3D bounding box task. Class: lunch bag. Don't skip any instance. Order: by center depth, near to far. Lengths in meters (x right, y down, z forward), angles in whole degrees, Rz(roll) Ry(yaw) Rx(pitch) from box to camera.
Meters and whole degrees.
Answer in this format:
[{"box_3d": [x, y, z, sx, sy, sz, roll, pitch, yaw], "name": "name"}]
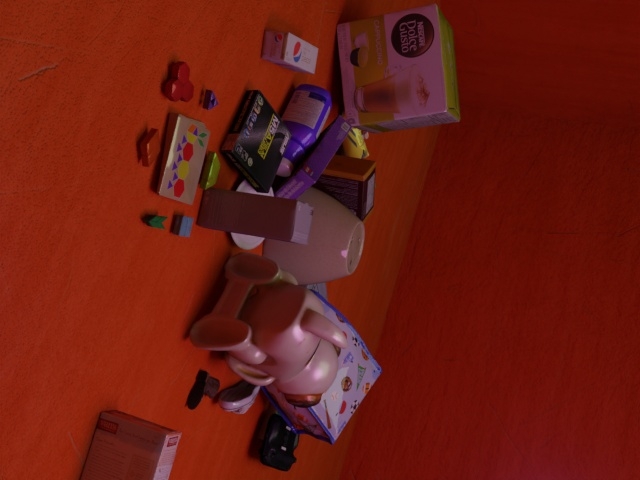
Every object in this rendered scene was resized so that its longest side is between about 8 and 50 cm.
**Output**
[{"box_3d": [-0.034, 0.396, 2.018, 0.328, 0.239, 0.385, -51, 122, -35], "name": "lunch bag"}]

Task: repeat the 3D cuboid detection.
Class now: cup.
[{"box_3d": [0.000, 0.000, 1.929, 0.331, 0.237, 0.330, 13, 90, -72], "name": "cup"}]

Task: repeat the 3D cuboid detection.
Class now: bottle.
[{"box_3d": [-0.062, -0.305, 1.733, 0.092, 0.118, 0.282, 85, 23, -60], "name": "bottle"}]

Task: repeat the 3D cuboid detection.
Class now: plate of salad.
[{"box_3d": [-0.185, -0.075, 1.638, 0.200, 0.048, 0.199, -28, 123, -55], "name": "plate of salad"}]

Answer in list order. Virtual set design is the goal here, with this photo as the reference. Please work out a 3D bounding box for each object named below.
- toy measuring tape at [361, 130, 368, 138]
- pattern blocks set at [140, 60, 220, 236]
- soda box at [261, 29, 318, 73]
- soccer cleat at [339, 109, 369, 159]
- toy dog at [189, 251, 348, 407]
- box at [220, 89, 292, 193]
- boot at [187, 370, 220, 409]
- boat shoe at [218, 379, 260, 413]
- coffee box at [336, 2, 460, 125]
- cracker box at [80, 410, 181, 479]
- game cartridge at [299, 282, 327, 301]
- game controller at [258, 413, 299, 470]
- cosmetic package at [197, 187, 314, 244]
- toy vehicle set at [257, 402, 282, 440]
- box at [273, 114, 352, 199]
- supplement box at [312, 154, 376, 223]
[{"box_3d": [0.175, -0.279, 2.453, 0.121, 0.122, 0.330, 59, 47, -64], "name": "toy measuring tape"}, {"box_3d": [-0.288, -0.173, 1.302, 0.285, 0.026, 0.324, 42, 62, -69], "name": "pattern blocks set"}, {"box_3d": [-0.077, -0.494, 1.645, 0.216, 0.069, 0.073, -15, 116, -69], "name": "soda box"}, {"box_3d": [0.122, -0.351, 2.239, 0.093, 0.121, 0.289, -46, 144, -57], "name": "soccer cleat"}, {"box_3d": [-0.081, 0.259, 1.649, 0.407, 0.396, 0.284, 65, 31, -48], "name": "toy dog"}, {"box_3d": [-0.155, -0.245, 1.559, 0.184, 0.045, 0.190, 49, 54, -49], "name": "box"}, {"box_3d": [-0.301, 0.401, 1.629, 0.114, 0.037, 0.106, 75, 34, -63], "name": "boot"}, {"box_3d": [-0.228, 0.465, 1.800, 0.226, 0.083, 0.075, -5, 105, -72], "name": "boat shoe"}, {"box_3d": [0.277, -0.559, 2.105, 0.338, 0.335, 0.337, -13, 98, -70], "name": "coffee box"}, {"box_3d": [-0.386, 0.471, 1.229, 0.067, 0.156, 0.232, 38, 67, -70], "name": "cracker box"}, {"box_3d": [-0.038, 0.223, 2.255, 0.297, 0.062, 0.198, 78, 26, -51], "name": "game cartridge"}, {"box_3d": [-0.139, 0.704, 2.165, 0.319, 0.067, 0.166, 64, 27, -62], "name": "game controller"}, {"box_3d": [-0.147, -0.057, 1.456, 0.127, 0.238, 0.107, 15, 88, -71], "name": "cosmetic package"}, {"box_3d": [-0.147, 0.662, 2.241, 0.267, 0.035, 0.165, 69, 38, -59], "name": "toy vehicle set"}, {"box_3d": [-0.035, -0.217, 1.792, 0.201, 0.057, 0.293, -38, -165, 45], "name": "box"}, {"box_3d": [0.073, -0.170, 2.101, 0.129, 0.192, 0.194, -51, 148, -53], "name": "supplement box"}]
